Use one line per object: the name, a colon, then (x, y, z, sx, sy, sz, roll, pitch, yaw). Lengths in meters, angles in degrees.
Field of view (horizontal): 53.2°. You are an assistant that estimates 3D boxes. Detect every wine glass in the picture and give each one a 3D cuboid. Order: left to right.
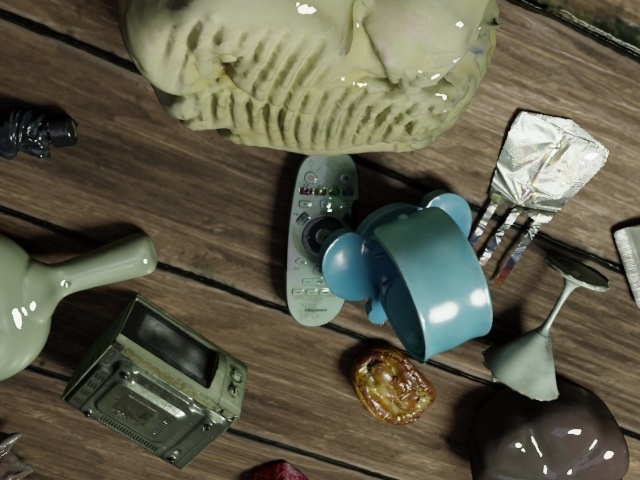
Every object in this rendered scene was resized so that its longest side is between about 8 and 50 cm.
wine glass: (0.312, 0.116, 0.877, 0.122, 0.122, 0.183, 17, 113, -10)

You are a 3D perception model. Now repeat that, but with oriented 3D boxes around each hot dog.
hot dog: (0.110, 0.221, 0.956, 0.099, 0.065, 0.147, -36, 111, 6)

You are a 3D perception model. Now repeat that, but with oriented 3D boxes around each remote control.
remote control: (0.000, 0.000, 0.848, 0.097, 0.045, 0.256, 2, 115, -14)

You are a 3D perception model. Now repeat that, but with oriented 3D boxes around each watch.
watch: (0.123, 0.052, 0.778, 0.211, 0.193, 0.211, -9, 120, -16)

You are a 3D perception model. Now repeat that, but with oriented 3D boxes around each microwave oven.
microwave oven: (-0.230, 0.207, 0.906, 0.205, 0.129, 0.163, 37, 110, -18)

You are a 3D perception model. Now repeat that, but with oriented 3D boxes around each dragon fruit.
dragon fruit: (-0.051, 0.446, 1.055, 0.102, 0.096, 0.147, -36, 115, 13)

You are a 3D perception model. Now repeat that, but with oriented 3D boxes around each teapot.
teapot: (-0.387, 0.079, 0.823, 0.318, 0.149, 0.220, 12, 109, -6)

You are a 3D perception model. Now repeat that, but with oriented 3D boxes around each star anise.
star anise: (-0.546, 0.346, 0.998, 0.231, 0.089, 0.209, 16, 125, 4)

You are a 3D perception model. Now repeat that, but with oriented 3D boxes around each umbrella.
umbrella: (-0.406, -0.131, 0.763, 0.224, 0.080, 0.071, -4, 83, -3)

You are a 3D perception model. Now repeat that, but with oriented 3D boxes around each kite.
kite: (0.264, -0.047, 0.842, 0.141, 0.015, 0.245, 22, 112, -11)

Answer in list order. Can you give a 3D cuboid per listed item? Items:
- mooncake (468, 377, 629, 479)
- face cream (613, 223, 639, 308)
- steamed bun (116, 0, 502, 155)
mooncake: (0.349, 0.331, 0.986, 0.245, 0.133, 0.245, 1, 112, 3)
face cream: (0.563, -0.009, 0.840, 0.314, 0.089, 0.143, -20, 117, 22)
steamed bun: (0.002, -0.229, 0.595, 0.352, 0.339, 0.247, 4, 81, 1)
